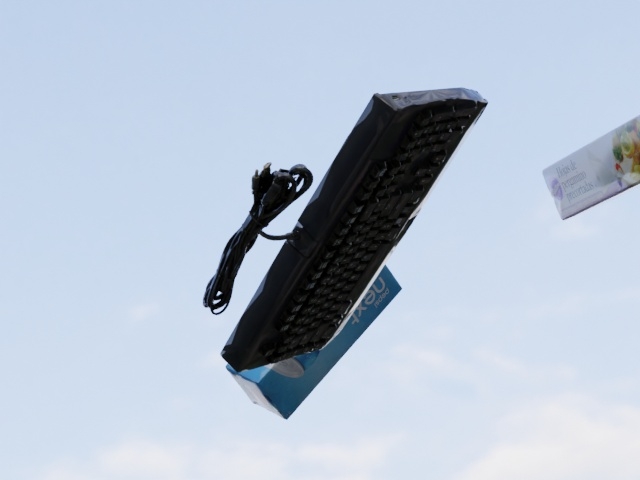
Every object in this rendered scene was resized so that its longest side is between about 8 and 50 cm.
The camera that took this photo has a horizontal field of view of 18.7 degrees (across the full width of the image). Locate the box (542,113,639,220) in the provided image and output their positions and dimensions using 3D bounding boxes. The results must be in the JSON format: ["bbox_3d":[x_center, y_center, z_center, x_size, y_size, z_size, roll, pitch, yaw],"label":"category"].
[{"bbox_3d":[0.318,-0.086,1.975,0.067,0.063,0.324,-21,-4,-16],"label":"box"}]

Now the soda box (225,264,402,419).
[{"bbox_3d":[-0.007,0.099,2.212,0.210,0.067,0.071,-48,-52,-18],"label":"soda box"}]

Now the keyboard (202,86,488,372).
[{"bbox_3d":[0.000,0.000,1.547,0.201,0.033,0.317,-8,-38,-37],"label":"keyboard"}]
